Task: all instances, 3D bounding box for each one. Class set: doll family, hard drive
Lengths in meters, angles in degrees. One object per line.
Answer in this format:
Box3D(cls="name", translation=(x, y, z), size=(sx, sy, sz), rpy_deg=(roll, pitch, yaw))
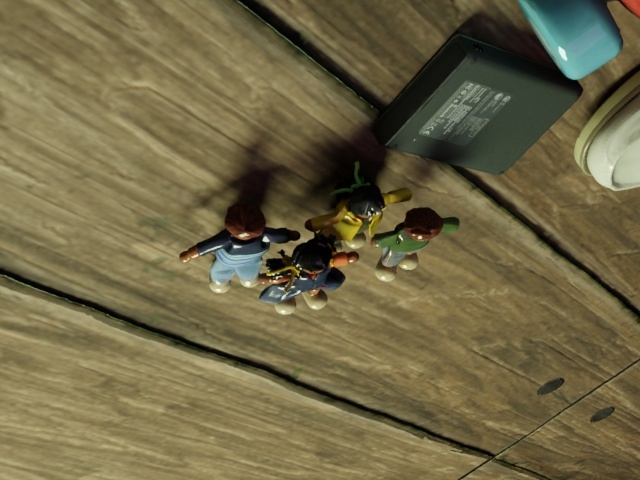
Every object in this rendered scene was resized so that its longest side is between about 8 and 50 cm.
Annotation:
Box3D(cls="doll family", translation=(0.000, 0.000, 0.903), size=(0.193, 0.076, 0.111), rpy_deg=(-23, 168, -15))
Box3D(cls="hard drive", translation=(0.113, -0.091, 0.907), size=(0.135, 0.022, 0.094), rpy_deg=(10, 133, -44))

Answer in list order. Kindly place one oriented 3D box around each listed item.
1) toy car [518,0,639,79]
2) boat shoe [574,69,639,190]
Box3D(cls="toy car", translation=(0.245, -0.145, 0.721), size=(0.219, 0.238, 0.210), rpy_deg=(-32, 148, 8))
Box3D(cls="boat shoe", translation=(0.346, -0.104, 0.985), size=(0.302, 0.103, 0.113), rpy_deg=(-24, 148, -5))
